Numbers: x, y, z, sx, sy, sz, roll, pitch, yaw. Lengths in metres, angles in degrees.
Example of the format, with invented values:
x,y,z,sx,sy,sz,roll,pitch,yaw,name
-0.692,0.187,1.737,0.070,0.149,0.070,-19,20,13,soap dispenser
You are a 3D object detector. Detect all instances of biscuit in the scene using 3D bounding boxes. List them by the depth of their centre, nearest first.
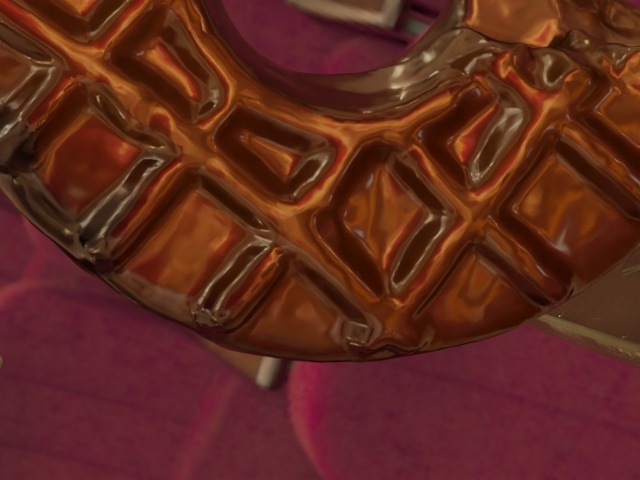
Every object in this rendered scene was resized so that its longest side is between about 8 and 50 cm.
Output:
x,y,z,sx,sy,sz,roll,pitch,yaw,name
-0.022,-0.096,0.572,0.268,0.366,0.115,-45,15,5,biscuit

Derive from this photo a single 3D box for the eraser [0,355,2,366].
x,y,z,sx,sy,sz,roll,pitch,yaw,name
-0.299,0.155,0.933,0.052,0.095,0.225,6,62,29,eraser

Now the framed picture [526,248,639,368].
x,y,z,sx,sy,sz,roll,pitch,yaw,name
0.206,0.012,0.840,0.150,0.015,0.203,-41,11,-8,framed picture
